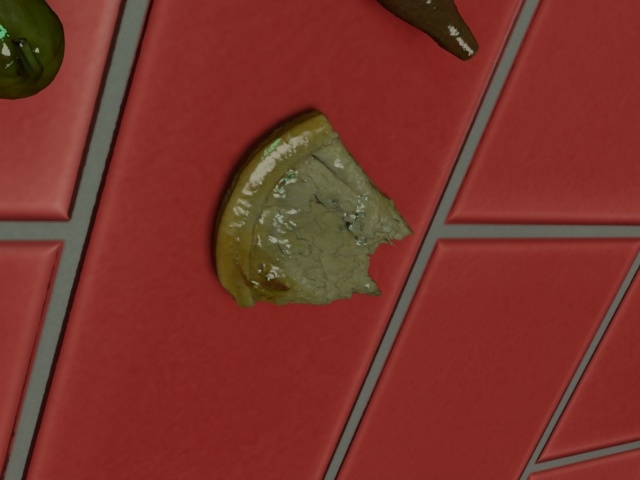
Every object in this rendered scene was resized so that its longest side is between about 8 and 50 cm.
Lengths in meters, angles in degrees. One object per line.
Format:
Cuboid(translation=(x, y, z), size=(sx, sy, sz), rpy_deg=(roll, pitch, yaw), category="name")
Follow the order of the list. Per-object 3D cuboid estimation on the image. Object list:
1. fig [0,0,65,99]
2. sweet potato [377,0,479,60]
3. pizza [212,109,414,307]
Cuboid(translation=(-0.196, -0.121, 0.634), size=(0.082, 0.098, 0.084), rpy_deg=(-27, 146, -23), category="fig")
Cuboid(translation=(0.034, -0.243, 0.754), size=(0.072, 0.066, 0.314), rpy_deg=(-53, 136, -3), category="sweet potato")
Cuboid(translation=(0.000, 0.000, 0.935), size=(0.181, 0.034, 0.262), rpy_deg=(-51, 138, 4), category="pizza")
